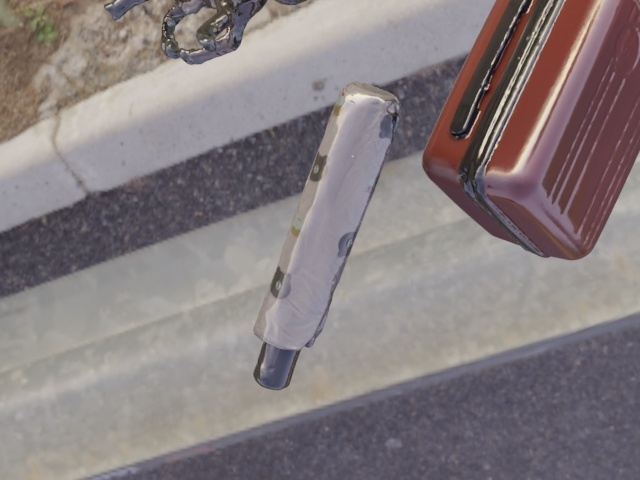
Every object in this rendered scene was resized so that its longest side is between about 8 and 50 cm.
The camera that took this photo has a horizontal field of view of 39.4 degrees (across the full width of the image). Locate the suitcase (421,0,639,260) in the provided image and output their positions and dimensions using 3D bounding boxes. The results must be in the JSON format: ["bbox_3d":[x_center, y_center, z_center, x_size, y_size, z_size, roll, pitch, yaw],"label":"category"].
[{"bbox_3d":[0.266,-0.146,1.034,0.236,0.161,0.297,35,79,-47],"label":"suitcase"}]

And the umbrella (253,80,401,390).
[{"bbox_3d":[0.000,0.000,0.938,0.067,0.073,0.337,1,112,-63],"label":"umbrella"}]

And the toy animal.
[{"bbox_3d":[-0.128,-0.269,0.954,0.148,0.233,0.084,-62,149,-7],"label":"toy animal"}]
